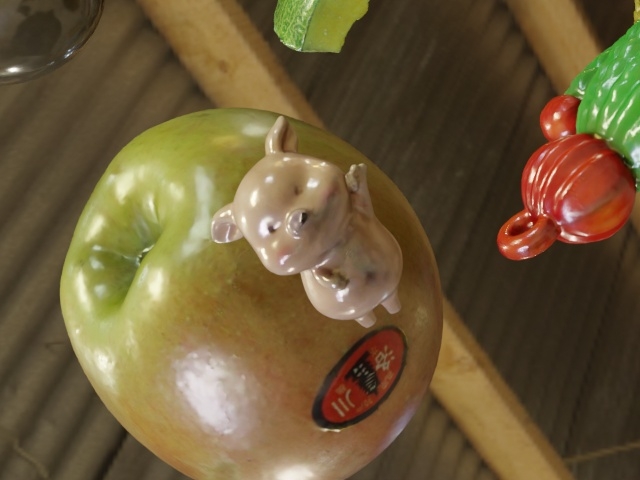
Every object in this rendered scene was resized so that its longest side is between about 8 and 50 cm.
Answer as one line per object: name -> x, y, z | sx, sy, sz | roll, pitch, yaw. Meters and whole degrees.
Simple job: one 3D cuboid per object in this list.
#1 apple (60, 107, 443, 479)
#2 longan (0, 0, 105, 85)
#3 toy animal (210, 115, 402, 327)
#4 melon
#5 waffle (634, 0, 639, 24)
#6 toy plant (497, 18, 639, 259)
apple -> -0.064, 0.049, 1.108 | 0.305, 0.338, 0.338 | 40, -122, -34
longan -> -0.325, -0.252, 1.241 | 0.212, 0.198, 0.198 | 32, -127, 6
toy animal -> -0.002, 0.000, 0.811 | 0.150, 0.089, 0.083 | 49, -117, -16
melon -> 0.049, -0.423, 1.777 | 0.124, 0.323, 0.196 | 25, -157, -19
waffle -> 0.451, -0.182, 1.194 | 0.068, 0.325, 0.302 | -54, -17, -23
toy plant -> 0.186, -0.081, 0.627 | 0.088, 0.240, 0.155 | 53, -166, -22
